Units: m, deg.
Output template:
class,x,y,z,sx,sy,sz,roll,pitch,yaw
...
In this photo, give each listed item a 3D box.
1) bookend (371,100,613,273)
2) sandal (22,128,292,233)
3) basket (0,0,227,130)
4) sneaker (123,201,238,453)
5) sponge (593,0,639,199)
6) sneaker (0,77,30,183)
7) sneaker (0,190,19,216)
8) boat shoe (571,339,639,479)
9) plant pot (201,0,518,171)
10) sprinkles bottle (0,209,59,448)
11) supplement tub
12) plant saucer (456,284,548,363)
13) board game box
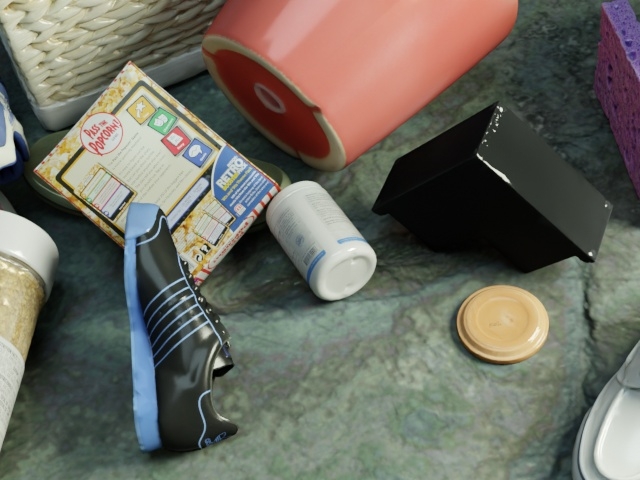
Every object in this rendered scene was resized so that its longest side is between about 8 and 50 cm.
class,x,y,z,sx,sy,sz,roll,pitch,yaw
bookend,0.162,-0.032,0.942,0.157,0.156,0.072,38,56,-17
sandal,-0.175,-0.083,1.048,0.303,0.086,0.120,7,53,16
basket,-0.265,-0.367,1.181,0.331,0.266,0.328,-26,53,-8
sneaker,-0.127,0.074,0.895,0.091,0.081,0.232,-5,75,-7
sponge,0.316,-0.127,0.974,0.031,0.117,0.210,-8,50,2
sneaker,-0.374,-0.113,1.058,0.112,0.131,0.296,-34,12,-4
sneaker,-0.383,-0.035,1.072,0.134,0.051,0.070,32,63,35
boat shoe,0.289,0.108,0.811,0.095,0.084,0.258,26,60,27
plant pot,0.025,-0.223,1.026,0.275,0.275,0.243,33,74,31
sprinkles bottle,-0.331,0.140,0.876,0.121,0.121,0.355,-2,52,9
supplement tub,0.000,0.000,0.960,0.071,0.071,0.107,-27,52,-11
plant saucer,0.167,0.075,0.906,0.084,0.013,0.083,-6,51,7
board game box,-0.160,-0.059,0.975,0.193,0.045,0.146,41,87,6
